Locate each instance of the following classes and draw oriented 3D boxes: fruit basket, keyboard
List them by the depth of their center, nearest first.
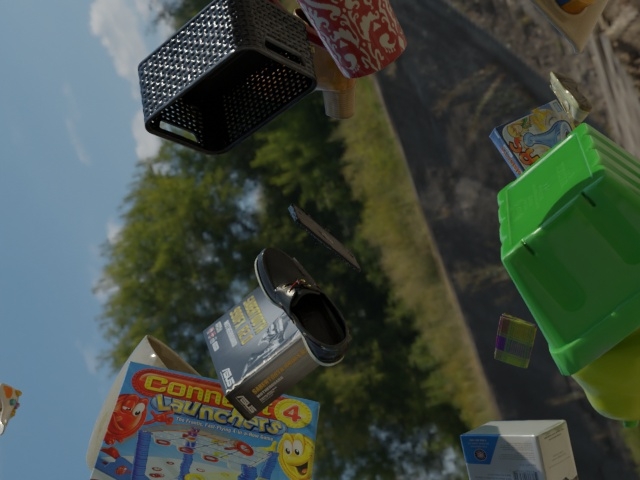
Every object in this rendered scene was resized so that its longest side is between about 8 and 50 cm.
[{"bbox_3d":[0.407,0.065,1.394,0.392,0.283,0.392,41,-159,-19],"label":"fruit basket"},{"bbox_3d":[0.000,0.000,2.105,0.192,0.038,0.100,40,-165,-28],"label":"keyboard"}]

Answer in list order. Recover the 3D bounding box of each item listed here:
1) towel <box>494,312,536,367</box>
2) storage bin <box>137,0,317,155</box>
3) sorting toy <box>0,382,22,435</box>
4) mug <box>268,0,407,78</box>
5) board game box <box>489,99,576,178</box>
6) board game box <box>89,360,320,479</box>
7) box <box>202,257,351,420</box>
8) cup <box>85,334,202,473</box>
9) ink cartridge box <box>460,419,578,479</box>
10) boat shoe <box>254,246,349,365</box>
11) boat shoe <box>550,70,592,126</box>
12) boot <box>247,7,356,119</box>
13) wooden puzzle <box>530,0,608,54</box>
[{"bbox_3d":[0.309,0.160,1.635,0.009,0.060,0.083,-36,-43,-54],"label":"towel"},{"bbox_3d":[-0.106,-0.184,1.152,0.122,0.180,0.084,18,-129,-45],"label":"storage bin"},{"bbox_3d":[-0.600,0.328,1.961,0.083,0.045,0.075,114,163,-45],"label":"sorting toy"},{"bbox_3d":[0.021,-0.297,1.277,0.150,0.113,0.169,20,148,56],"label":"mug"},{"bbox_3d":[0.401,-0.131,1.768,0.201,0.136,0.035,59,162,16],"label":"board game box"},{"bbox_3d":[-0.167,0.335,1.485,0.302,0.308,0.086,-83,7,-54],"label":"board game box"},{"bbox_3d":[-0.068,0.134,1.467,0.056,0.183,0.231,50,-179,-23],"label":"box"},{"bbox_3d":[-0.289,0.372,1.896,0.331,0.237,0.331,46,176,4],"label":"cup"},{"bbox_3d":[0.292,0.358,1.469,0.082,0.139,0.190,-15,-87,-43],"label":"ink cartridge box"},{"bbox_3d":[-0.016,0.055,0.968,0.133,0.049,0.042,55,155,22],"label":"boat shoe"},{"bbox_3d":[0.493,-0.287,2.061,0.048,0.056,0.153,-63,31,32],"label":"boat shoe"},{"bbox_3d":[-0.044,-0.380,2.109,0.104,0.295,0.211,-40,-42,-35],"label":"boot"},{"bbox_3d":[0.504,-0.611,2.131,0.348,0.080,0.322,44,-121,-20],"label":"wooden puzzle"}]
